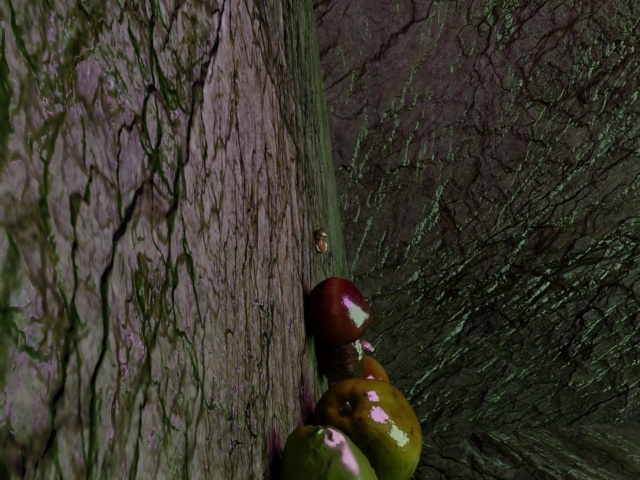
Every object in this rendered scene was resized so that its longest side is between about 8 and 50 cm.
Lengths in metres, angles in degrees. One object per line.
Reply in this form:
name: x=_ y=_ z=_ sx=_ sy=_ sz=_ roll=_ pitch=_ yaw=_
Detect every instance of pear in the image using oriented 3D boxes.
pear: x=0.108 y=0.449 z=1.323 sx=0.321 sy=0.268 sz=0.269 roll=63 pitch=20 yaw=-48

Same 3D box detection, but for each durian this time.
durian: x=0.024 y=0.463 z=0.922 sx=0.256 sy=0.204 sz=0.340 roll=-114 pitch=-176 yaw=-61

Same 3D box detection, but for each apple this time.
apple: x=0.135 y=0.478 z=1.922 sx=0.196 sy=0.195 sz=0.196 roll=-6 pitch=90 yaw=-84

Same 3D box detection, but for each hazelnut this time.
hazelnut: x=0.050 y=0.182 z=1.496 sx=0.204 sy=0.177 sz=0.178 roll=23 pitch=61 yaw=-83

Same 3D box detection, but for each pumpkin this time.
pumpkin: x=0.073 y=0.307 z=1.648 sx=0.219 sy=0.162 sz=0.219 roll=-3 pitch=90 yaw=-88

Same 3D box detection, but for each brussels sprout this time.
brussels sprout: x=0.000 y=0.000 z=1.841 sx=0.051 sy=0.046 sz=0.084 roll=-94 pitch=-175 yaw=-60

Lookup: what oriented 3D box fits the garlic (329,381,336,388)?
garlic: x=0.058 y=0.423 z=1.820 sx=0.084 sy=0.066 sz=0.152 roll=50 pitch=36 yaw=-76
